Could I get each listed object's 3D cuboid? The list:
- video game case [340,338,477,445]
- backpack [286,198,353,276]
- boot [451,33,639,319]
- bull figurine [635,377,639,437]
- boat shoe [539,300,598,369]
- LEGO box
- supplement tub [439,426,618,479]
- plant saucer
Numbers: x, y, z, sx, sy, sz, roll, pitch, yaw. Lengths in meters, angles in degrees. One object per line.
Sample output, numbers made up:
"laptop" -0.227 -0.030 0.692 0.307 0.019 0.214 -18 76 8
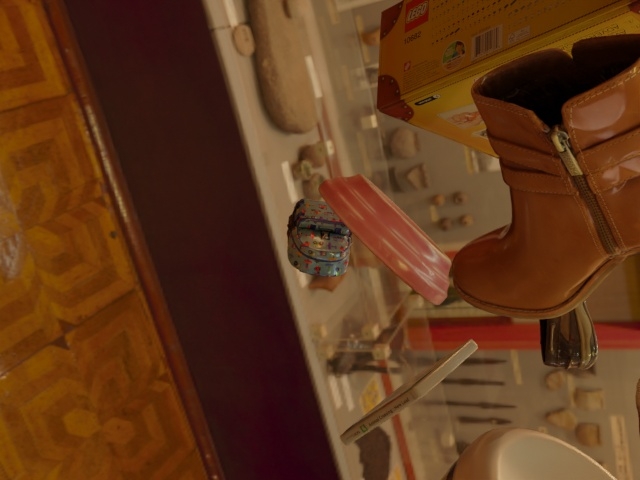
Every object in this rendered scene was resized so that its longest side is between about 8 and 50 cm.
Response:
"video game case" 0.151 0.254 1.134 0.212 0.193 0.023 -23 72 -51
"backpack" 0.000 0.000 1.555 0.173 0.158 0.117 -90 -166 -53
"boot" 0.174 -0.035 0.528 0.220 0.283 0.109 40 63 -29
"bull figurine" 0.630 0.261 1.058 0.310 0.101 0.188 -7 81 -21
"boat shoe" 0.536 0.125 1.561 0.132 0.130 0.355 77 6 -66
"LEGO box" 0.389 -0.301 1.037 0.372 0.500 0.193 13 75 -36
"supplement tub" 0.166 0.374 0.667 0.235 0.235 0.325 -26 150 -59
"plant saucer" 0.140 -0.017 1.320 0.332 0.084 0.332 43 9 -9
